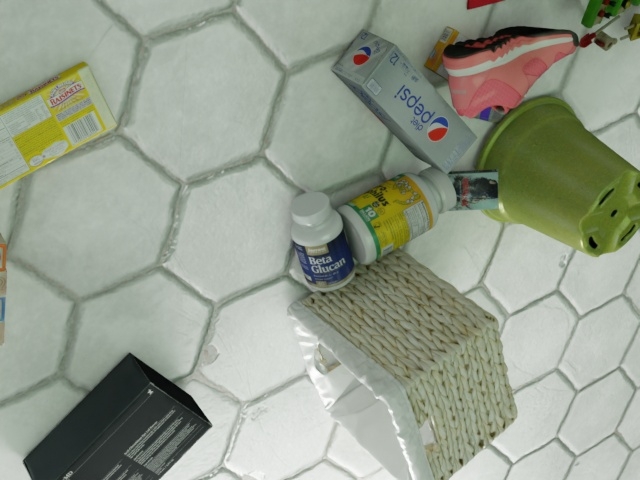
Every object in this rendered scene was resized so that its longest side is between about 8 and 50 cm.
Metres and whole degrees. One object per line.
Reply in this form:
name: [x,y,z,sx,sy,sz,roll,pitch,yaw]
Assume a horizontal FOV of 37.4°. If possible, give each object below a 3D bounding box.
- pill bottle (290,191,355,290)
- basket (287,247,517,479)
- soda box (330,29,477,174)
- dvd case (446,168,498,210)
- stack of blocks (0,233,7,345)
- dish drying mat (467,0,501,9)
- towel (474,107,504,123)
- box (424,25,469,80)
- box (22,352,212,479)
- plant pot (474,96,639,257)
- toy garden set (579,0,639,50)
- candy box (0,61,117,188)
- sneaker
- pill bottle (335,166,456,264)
pill bottle: [0.000,0.000,1.667,0.094,0.094,0.169,-31,130,-16]
basket: [0.159,0.240,1.770,0.266,0.331,0.328,-33,132,-17]
soda box: [0.148,-0.233,1.625,0.091,0.098,0.286,-52,133,0]
dvd case: [0.281,-0.096,1.815,0.120,0.013,0.087,-1,126,10]
stack of blocks: [-0.594,0.073,1.301,0.297,0.087,0.171,-7,120,-32]
dish drying mat: [0.294,-0.430,1.667,0.083,0.008,0.032,-20,128,-25]
towel: [0.323,-0.254,1.795,0.083,0.009,0.060,6,114,-38]
box: [0.254,-0.318,1.696,0.136,0.028,0.081,21,103,-44]
box: [-0.348,0.350,1.634,0.261,0.103,0.184,-45,136,-3]
plant pot: [0.481,-0.102,1.826,0.276,0.254,0.276,-19,129,-25]
toy garden set: [0.590,-0.439,1.785,0.244,0.049,0.203,-28,149,-27]
candy box: [-0.399,-0.159,1.335,0.206,0.027,0.105,-32,128,-15]
sneaker: [0.334,-0.299,1.677,0.314,0.116,0.136,-20,116,-33]
pill bottle: [0.139,-0.052,1.717,0.208,0.117,0.117,-28,130,-18]
